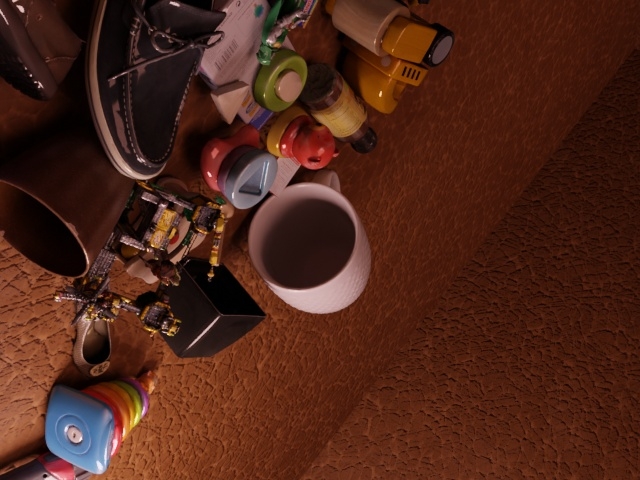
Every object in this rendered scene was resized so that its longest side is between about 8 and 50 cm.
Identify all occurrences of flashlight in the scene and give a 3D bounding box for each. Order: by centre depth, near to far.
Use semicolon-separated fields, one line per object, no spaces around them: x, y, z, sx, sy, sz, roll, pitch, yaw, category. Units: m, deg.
-0.637;0.524;1.628;0.304;0.103;0.103;-21;172;-45;flashlight

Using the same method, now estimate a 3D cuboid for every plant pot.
-0.401;-0.095;1.274;0.230;0.215;0.215;-56;156;-34;plant pot
-0.272;0.165;1.762;0.167;0.187;0.188;-50;154;15;plant pot

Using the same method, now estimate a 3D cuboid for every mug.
0.000;0.000;1.961;0.328;0.276;0.374;58;37;-66;mug

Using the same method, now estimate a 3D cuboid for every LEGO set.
-0.304;0.037;1.411;0.255;0.192;0.331;35;90;-32;LEGO set

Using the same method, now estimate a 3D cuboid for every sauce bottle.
0.050;-0.304;1.854;0.111;0.111;0.344;-56;154;-1;sauce bottle

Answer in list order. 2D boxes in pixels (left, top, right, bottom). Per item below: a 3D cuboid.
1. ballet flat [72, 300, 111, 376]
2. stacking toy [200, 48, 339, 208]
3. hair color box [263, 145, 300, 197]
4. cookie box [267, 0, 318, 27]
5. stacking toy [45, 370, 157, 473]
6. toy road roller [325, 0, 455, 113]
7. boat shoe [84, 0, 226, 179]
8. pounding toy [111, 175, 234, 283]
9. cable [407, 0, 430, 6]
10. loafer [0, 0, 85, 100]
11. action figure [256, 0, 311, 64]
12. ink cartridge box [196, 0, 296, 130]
-0.466;0.199;1.600;0.084;0.058;0.250;-28;141;-41;ballet flat
-0.088;-0.216;1.572;0.309;0.130;0.280;-37;150;-33;stacking toy
-0.087;-0.195;1.803;0.167;0.053;0.093;-54;151;-2;hair color box
-0.052;-0.492;1.563;0.107;0.040;0.092;10;109;-61;cookie box
-0.454;0.370;1.733;0.302;0.165;0.175;-30;135;-65;stacking toy
0.134;-0.427;1.761;0.329;0.202;0.241;-5;129;-58;toy road roller
-0.241;-0.335;1.192;0.186;0.155;0.501;-11;115;-61;boat shoe
-0.284;-0.019;1.557;0.269;0.154;0.154;-43;151;-19;pounding toy
0.238;-0.600;1.751;0.287;0.072;0.140;-108;-151;-70;cable
-0.429;-0.357;1.036;0.130;0.133;0.366;-55;159;-26;loafer
-0.055;-0.437;1.458;0.232;0.063;0.137;-58;179;12;action figure
-0.148;-0.362;1.524;0.186;0.065;0.311;-53;150;-8;ink cartridge box
